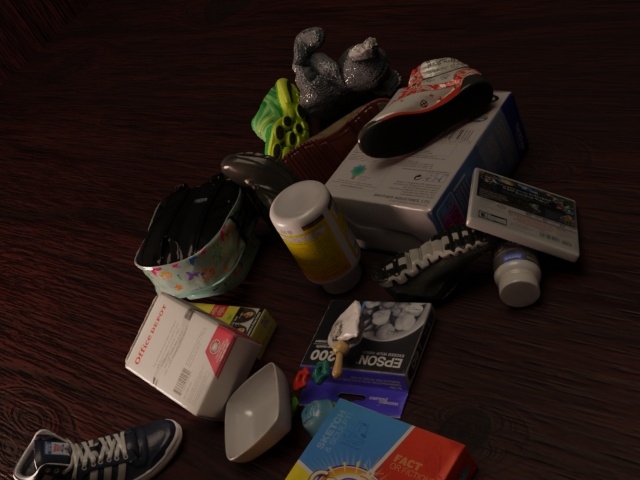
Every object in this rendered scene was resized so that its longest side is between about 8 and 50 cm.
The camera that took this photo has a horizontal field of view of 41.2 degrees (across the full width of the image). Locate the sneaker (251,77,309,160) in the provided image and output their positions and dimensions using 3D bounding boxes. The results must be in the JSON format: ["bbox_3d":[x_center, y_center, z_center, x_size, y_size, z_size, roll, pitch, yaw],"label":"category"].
[{"bbox_3d":[-0.098,-0.264,2.048,0.123,0.109,0.296,-37,33,31],"label":"sneaker"}]

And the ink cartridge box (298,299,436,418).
[{"bbox_3d":[0.073,0.194,1.453,0.206,0.045,0.208,-1,49,33],"label":"ink cartridge box"}]

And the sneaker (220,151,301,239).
[{"bbox_3d":[-0.080,-0.074,1.702,0.286,0.109,0.130,30,70,-1],"label":"sneaker"}]

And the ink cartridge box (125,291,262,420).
[{"bbox_3d":[-0.233,0.207,1.541,0.218,0.092,0.159,23,87,37],"label":"ink cartridge box"}]

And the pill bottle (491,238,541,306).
[{"bbox_3d":[0.328,0.041,1.429,0.078,0.078,0.137,-15,40,19],"label":"pill bottle"}]

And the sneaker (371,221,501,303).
[{"bbox_3d":[0.213,0.045,1.473,0.234,0.106,0.078,-25,30,16],"label":"sneaker"}]

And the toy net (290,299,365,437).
[{"bbox_3d":[0.018,0.209,1.415,0.232,0.045,0.122,-64,25,-5],"label":"toy net"}]

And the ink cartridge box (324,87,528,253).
[{"bbox_3d":[0.221,-0.159,1.663,0.270,0.151,0.395,11,55,39],"label":"ink cartridge box"}]

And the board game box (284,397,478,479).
[{"bbox_3d":[0.044,0.401,1.225,0.242,0.064,0.316,12,54,41],"label":"board game box"}]

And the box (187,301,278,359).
[{"bbox_3d":[-0.201,0.171,1.645,0.232,0.058,0.087,2,50,35],"label":"box"}]

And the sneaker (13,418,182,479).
[{"bbox_3d":[-0.389,0.368,1.471,0.282,0.153,0.099,-29,38,1],"label":"sneaker"}]

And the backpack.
[{"bbox_3d":[-0.251,0.012,1.745,0.225,0.191,0.253,-12,31,23],"label":"backpack"}]

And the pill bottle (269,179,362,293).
[{"bbox_3d":[0.000,0.000,1.576,0.117,0.215,0.117,-18,40,15],"label":"pill bottle"}]

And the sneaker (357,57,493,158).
[{"bbox_3d":[0.178,-0.254,1.609,0.270,0.090,0.145,-26,37,-2],"label":"sneaker"}]

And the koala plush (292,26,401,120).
[{"bbox_3d":[0.066,-0.393,2.011,0.221,0.196,0.203,-10,54,24],"label":"koala plush"}]

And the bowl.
[{"bbox_3d":[-0.098,0.293,1.422,0.142,0.053,0.142,-42,32,25],"label":"bowl"}]

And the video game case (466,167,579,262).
[{"bbox_3d":[0.345,-0.046,1.451,0.190,0.022,0.173,19,36,1],"label":"video game case"}]

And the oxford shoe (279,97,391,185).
[{"bbox_3d":[0.026,-0.190,1.884,0.348,0.123,0.130,-31,11,1],"label":"oxford shoe"}]
